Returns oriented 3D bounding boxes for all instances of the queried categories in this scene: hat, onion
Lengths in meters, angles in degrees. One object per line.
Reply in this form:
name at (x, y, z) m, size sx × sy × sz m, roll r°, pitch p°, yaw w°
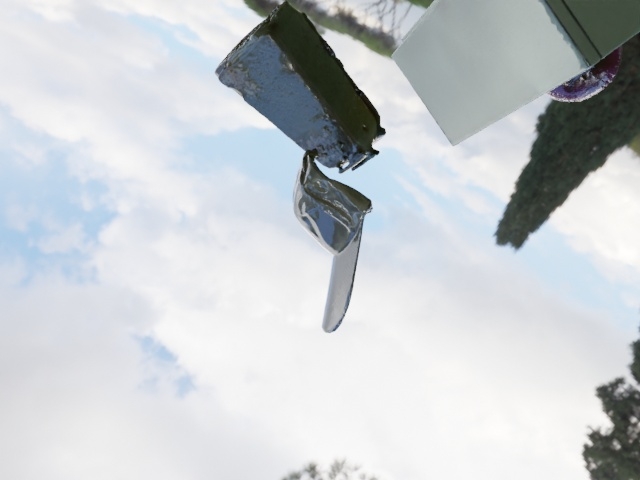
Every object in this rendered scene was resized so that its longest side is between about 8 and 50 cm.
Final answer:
hat at (0.000, 0.000, 1.019) m, size 0.149 × 0.244 × 0.214 m, roll 24°, pitch -178°, yaw 1°
onion at (0.326, -0.236, 0.885) m, size 0.115 × 0.115 × 0.104 m, roll 33°, pitch -160°, yaw 8°

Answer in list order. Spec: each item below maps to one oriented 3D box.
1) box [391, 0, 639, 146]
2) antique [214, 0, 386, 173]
box at (0.209, -0.213, 0.592) m, size 0.117 × 0.225 × 0.225 m, roll 55°, pitch 165°, yaw -2°
antique at (-0.017, -0.236, 1.134) m, size 0.284 × 0.150 × 0.125 m, roll 43°, pitch -134°, yaw -18°
